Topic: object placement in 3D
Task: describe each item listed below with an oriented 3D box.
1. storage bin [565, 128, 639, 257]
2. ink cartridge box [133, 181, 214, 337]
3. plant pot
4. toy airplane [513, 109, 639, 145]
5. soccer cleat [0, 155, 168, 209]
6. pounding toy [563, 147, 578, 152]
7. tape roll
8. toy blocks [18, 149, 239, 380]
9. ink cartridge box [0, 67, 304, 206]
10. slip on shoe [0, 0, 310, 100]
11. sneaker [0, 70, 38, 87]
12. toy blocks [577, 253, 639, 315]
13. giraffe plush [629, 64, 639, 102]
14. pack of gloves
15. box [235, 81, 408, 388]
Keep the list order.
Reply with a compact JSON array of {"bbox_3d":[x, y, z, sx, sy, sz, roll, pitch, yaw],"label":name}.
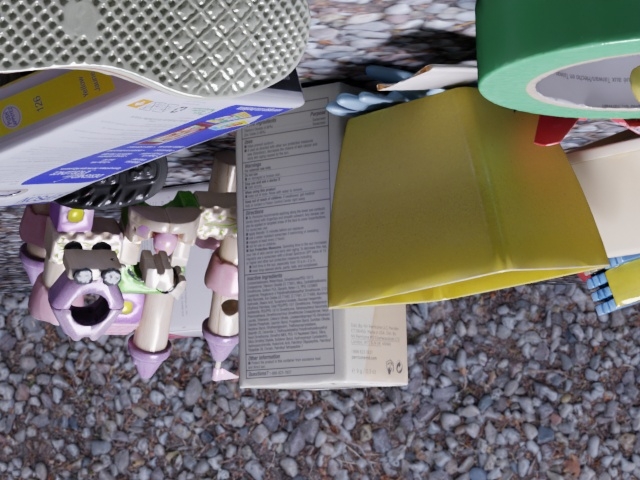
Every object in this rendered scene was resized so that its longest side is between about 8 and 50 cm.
[{"bbox_3d":[0.431,-0.082,1.749,0.260,0.123,0.262,-21,-175,-36],"label":"storage bin"},{"bbox_3d":[-0.119,0.026,2.370,0.283,0.207,0.117,-6,172,33],"label":"ink cartridge box"},{"bbox_3d":[0.133,-0.044,1.703,0.212,0.187,0.212,-14,173,36],"label":"plant pot"},{"bbox_3d":[0.258,-0.124,1.653,0.151,0.028,0.151,3,-151,-2],"label":"toy airplane"},{"bbox_3d":[-0.326,-0.091,1.911,0.318,0.108,0.116,0,-174,1],"label":"soccer cleat"},{"bbox_3d":[0.333,-0.061,2.203,0.141,0.100,0.130,-8,170,42],"label":"pounding toy"},{"bbox_3d":[0.294,-0.171,1.464,0.321,0.077,0.321,-2,172,0],"label":"tape roll"},{"bbox_3d":[-0.206,0.067,2.025,0.289,0.260,0.309,2,-151,-20],"label":"toy blocks"},{"bbox_3d":[-0.210,-0.104,1.547,0.307,0.072,0.304,-17,177,22],"label":"ink cartridge box"},{"bbox_3d":[-0.156,-0.176,1.293,0.331,0.123,0.101,-1,-157,-30],"label":"slip on shoe"},{"bbox_3d":[-0.331,-0.143,1.550,0.106,0.078,0.234,-5,174,12],"label":"sneaker"},{"bbox_3d":[0.439,0.007,2.102,0.261,0.190,0.381,-16,173,-20],"label":"toy blocks"},{"bbox_3d":[0.340,-0.066,1.323,0.181,0.170,0.210,-2,172,4],"label":"giraffe plush"},{"bbox_3d":[0.132,-0.164,1.686,0.232,0.046,0.195,-5,172,-37],"label":"pack of gloves"},{"bbox_3d":[0.000,0.000,1.801,0.148,0.311,0.121,-5,172,36],"label":"box"}]
